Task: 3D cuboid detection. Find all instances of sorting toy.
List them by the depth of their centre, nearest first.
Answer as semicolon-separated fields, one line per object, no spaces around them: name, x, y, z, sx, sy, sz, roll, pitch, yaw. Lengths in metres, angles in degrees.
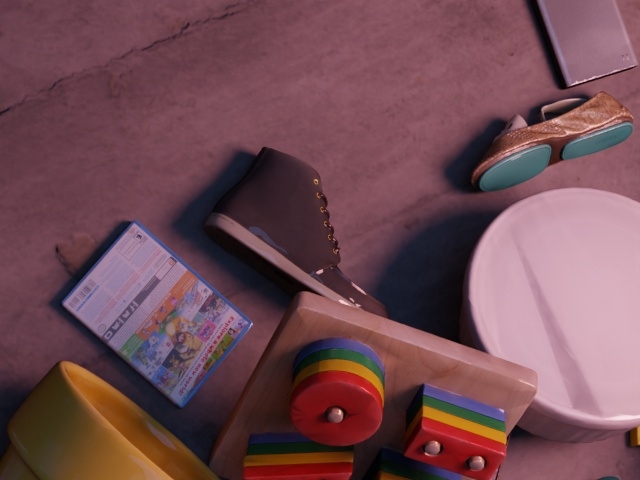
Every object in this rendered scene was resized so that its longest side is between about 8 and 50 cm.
sorting toy;0.046;0.203;1.733;0.255;0.257;0.089;19;39;-11

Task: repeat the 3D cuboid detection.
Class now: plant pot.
plant pot;-0.228;0.284;1.671;0.254;0.254;0.239;41;90;-6

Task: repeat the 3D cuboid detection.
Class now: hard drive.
hard drive;0.295;-0.247;1.990;0.094;0.022;0.135;-18;86;-16

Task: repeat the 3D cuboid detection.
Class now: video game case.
video game case;-0.169;0.076;1.823;0.166;0.015;0.119;42;73;-5

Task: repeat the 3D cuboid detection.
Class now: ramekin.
ramekin;0.269;0.088;1.848;0.272;0.127;0.273;5;63;-10

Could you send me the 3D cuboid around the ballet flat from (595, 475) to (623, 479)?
ballet flat;0.244;0.343;1.861;0.248;0.086;0.086;-29;90;-18

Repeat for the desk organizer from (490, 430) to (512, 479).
desk organizer;0.163;0.234;1.869;0.050;0.047;0.130;19;77;-9

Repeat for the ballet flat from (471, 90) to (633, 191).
ballet flat;0.246;-0.113;1.944;0.206;0.073;0.067;-18;59;-19

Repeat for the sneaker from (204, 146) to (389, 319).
sneaker;0.000;0.000;1.843;0.222;0.083;0.118;36;74;-6

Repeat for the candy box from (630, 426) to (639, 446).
candy box;0.394;0.127;1.956;0.105;0.027;0.206;2;81;-11
